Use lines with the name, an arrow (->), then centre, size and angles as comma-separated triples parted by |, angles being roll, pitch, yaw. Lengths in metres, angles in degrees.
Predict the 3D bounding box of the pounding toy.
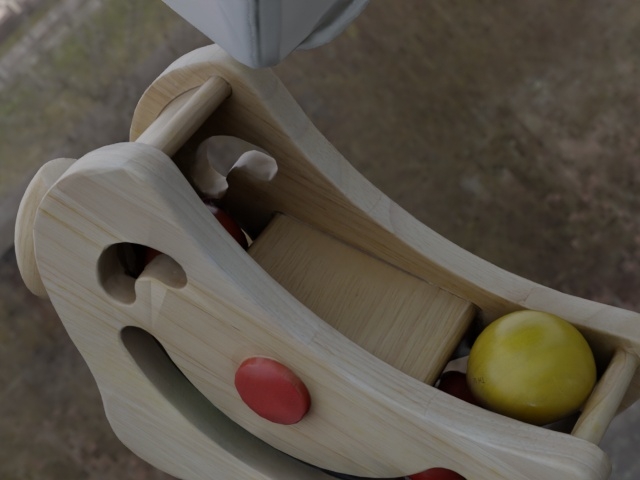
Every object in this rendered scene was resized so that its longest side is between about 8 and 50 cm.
pounding toy -> 0.000, 0.000, 0.598 | 0.155, 0.269, 0.154 | -53, -24, -40

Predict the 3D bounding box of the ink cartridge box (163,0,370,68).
ink cartridge box -> 0.021, -0.267, 0.386 | 0.285, 0.166, 0.395 | -45, -16, -19
